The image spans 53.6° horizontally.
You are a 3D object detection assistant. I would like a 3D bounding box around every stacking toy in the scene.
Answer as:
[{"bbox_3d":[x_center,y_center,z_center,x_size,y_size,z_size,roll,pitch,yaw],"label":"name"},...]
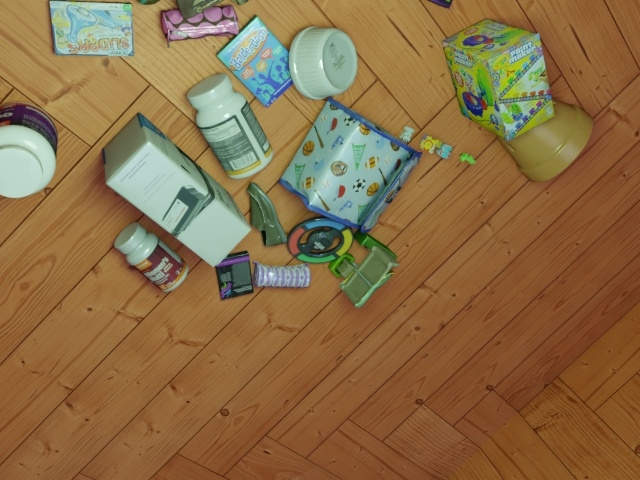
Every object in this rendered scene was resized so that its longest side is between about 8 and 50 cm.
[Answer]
[{"bbox_3d":[0.385,-0.306,2.101,0.221,0.167,0.052,18,104,-29],"label":"stacking toy"}]

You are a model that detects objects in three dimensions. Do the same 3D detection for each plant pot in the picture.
[{"bbox_3d":[0.738,-0.372,2.157,0.203,0.291,0.291,33,102,-14],"label":"plant pot"}]

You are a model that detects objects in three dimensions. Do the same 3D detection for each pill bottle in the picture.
[{"bbox_3d":[-0.526,0.051,1.972,0.121,0.121,0.221,-40,123,3],"label":"pill bottle"},{"bbox_3d":[-0.768,-0.228,1.611,0.181,0.323,0.182,-9,119,-17],"label":"pill bottle"},{"bbox_3d":[-0.263,-0.332,1.847,0.162,0.162,0.279,-30,122,-4],"label":"pill bottle"}]

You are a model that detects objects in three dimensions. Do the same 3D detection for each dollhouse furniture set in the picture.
[{"bbox_3d":[0.177,0.120,2.167,0.151,0.301,0.198,34,98,-29],"label":"dollhouse furniture set"}]

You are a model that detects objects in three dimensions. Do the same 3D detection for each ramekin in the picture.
[{"bbox_3d":[0.016,-0.514,1.830,0.207,0.109,0.207,-10,104,-48],"label":"ramekin"}]

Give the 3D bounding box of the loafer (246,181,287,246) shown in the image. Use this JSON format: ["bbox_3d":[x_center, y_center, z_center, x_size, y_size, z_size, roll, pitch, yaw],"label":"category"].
[{"bbox_3d":[-0.186,-0.074,2.051,0.087,0.094,0.251,-29,123,-9],"label":"loafer"}]

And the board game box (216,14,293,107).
[{"bbox_3d":[-0.171,-0.516,1.834,0.160,0.047,0.210,-42,117,11],"label":"board game box"}]

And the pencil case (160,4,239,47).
[{"bbox_3d":[-0.324,-0.587,1.726,0.209,0.098,0.095,-13,120,-15],"label":"pencil case"}]

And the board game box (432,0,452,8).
[{"bbox_3d":[0.370,-0.869,1.826,0.208,0.056,0.347,-5,122,-51],"label":"board game box"}]

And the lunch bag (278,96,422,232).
[{"bbox_3d":[0.125,-0.214,2.022,0.385,0.239,0.328,22,107,-45],"label":"lunch bag"}]

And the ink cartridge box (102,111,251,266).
[{"bbox_3d":[-0.412,-0.145,1.814,0.166,0.285,0.395,-44,123,5],"label":"ink cartridge box"}]

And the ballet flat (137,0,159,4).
[{"bbox_3d":[-0.393,-0.758,1.594,0.116,0.124,0.343,18,108,-27],"label":"ballet flat"}]

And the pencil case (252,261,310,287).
[{"bbox_3d":[-0.131,0.118,2.181,0.206,0.086,0.088,2,83,-24],"label":"pencil case"}]

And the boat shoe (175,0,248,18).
[{"bbox_3d":[-0.231,-0.688,1.685,0.342,0.123,0.123,-32,134,-19],"label":"boat shoe"}]

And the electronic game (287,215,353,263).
[{"bbox_3d":[0.000,0.000,2.148,0.229,0.048,0.229,-5,139,-5],"label":"electronic game"}]

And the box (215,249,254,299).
[{"bbox_3d":[-0.292,0.119,2.152,0.116,0.029,0.162,-11,119,-14],"label":"box"}]

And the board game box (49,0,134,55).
[{"bbox_3d":[-0.600,-0.559,1.672,0.201,0.035,0.136,-5,118,-18],"label":"board game box"}]

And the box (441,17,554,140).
[{"bbox_3d":[0.554,-0.510,1.986,0.177,0.290,0.279,-28,122,-4],"label":"box"}]
